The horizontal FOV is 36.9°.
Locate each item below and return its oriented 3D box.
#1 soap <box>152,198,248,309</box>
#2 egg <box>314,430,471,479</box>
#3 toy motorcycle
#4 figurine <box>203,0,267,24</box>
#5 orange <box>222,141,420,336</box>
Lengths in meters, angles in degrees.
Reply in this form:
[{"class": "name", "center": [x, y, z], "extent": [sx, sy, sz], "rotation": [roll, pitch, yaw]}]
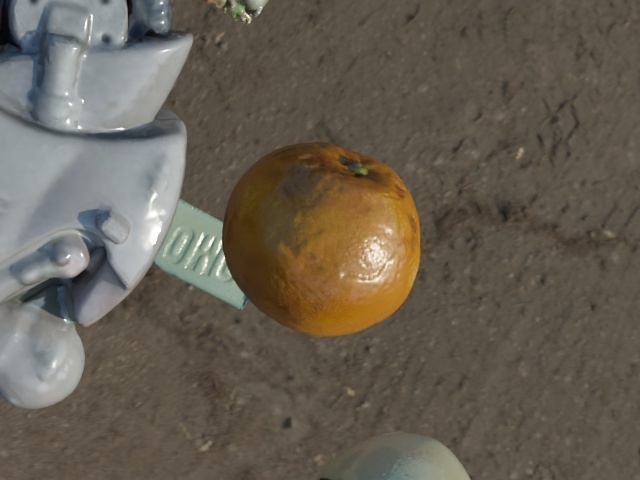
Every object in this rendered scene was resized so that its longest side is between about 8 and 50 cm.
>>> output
[{"class": "soap", "center": [-0.187, 0.017, 1.518], "extent": [0.198, 0.063, 0.114], "rotation": [28, 85, -19]}, {"class": "egg", "center": [0.129, 0.370, 1.226], "extent": [0.174, 0.264, 0.286], "rotation": [-36, 101, -23]}, {"class": "toy motorcycle", "center": [-0.148, 0.001, 0.364], "extent": [0.260, 0.110, 0.171], "rotation": [-33, 115, -1]}, {"class": "figurine", "center": [-0.140, -0.383, 1.380], "extent": [0.146, 0.081, 0.098], "rotation": [37, 43, -30]}, {"class": "orange", "center": [0.000, 0.000, 1.239], "extent": [0.261, 0.261, 0.261], "rotation": [5, 76, -21]}]
